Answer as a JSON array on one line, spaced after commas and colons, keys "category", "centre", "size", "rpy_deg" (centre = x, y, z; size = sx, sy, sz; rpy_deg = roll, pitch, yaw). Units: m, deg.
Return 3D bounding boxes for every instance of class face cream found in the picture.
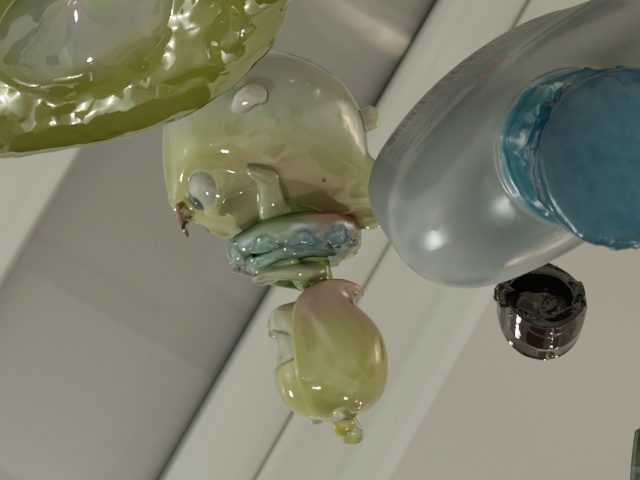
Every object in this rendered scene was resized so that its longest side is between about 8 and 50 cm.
[{"category": "face cream", "centre": [0.097, -0.046, 0.628], "size": [0.080, 0.163, 0.336], "rpy_deg": [49, -177, -6]}]

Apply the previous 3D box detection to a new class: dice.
[{"category": "dice", "centre": [-0.152, -0.198, 0.735], "size": [0.227, 0.238, 0.233], "rpy_deg": [112, 140, -57]}]

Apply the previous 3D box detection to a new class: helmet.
[{"category": "helmet", "centre": [0.234, 0.080, 1.514], "size": [0.098, 0.070, 0.123], "rpy_deg": [1, -153, -1]}]

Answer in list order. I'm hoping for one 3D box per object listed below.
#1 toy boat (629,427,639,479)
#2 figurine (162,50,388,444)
[{"category": "toy boat", "centre": [0.367, 0.166, 0.911], "size": [0.320, 0.092, 0.141], "rpy_deg": [-1, 156, 25]}, {"category": "figurine", "centre": [0.000, 0.000, 1.383], "size": [0.275, 0.394, 0.226], "rpy_deg": [-14, 165, 3]}]
